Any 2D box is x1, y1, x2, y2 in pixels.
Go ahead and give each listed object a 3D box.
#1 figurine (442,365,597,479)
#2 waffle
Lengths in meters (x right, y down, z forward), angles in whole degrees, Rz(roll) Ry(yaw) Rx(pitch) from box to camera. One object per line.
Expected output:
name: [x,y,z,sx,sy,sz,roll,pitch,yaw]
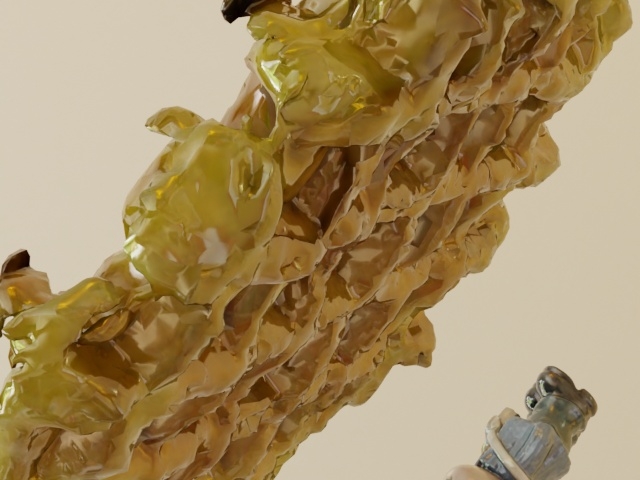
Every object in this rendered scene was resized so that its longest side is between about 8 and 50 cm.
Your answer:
figurine: [0.098,0.142,0.957,0.087,0.086,0.149,42,-118,8]
waffle: [0.000,0.000,0.602,0.068,0.302,0.325,37,-113,15]
